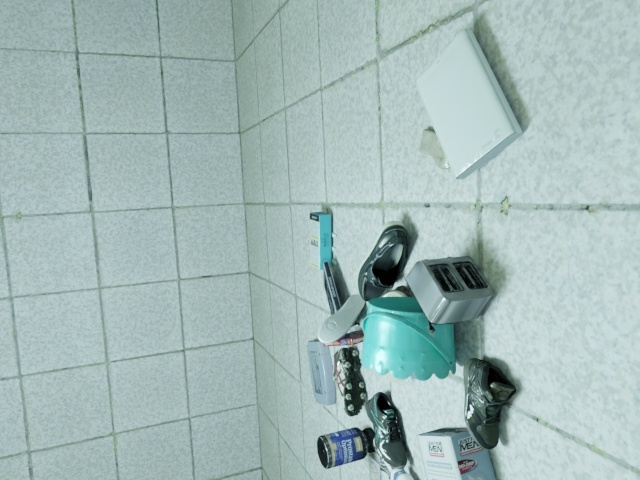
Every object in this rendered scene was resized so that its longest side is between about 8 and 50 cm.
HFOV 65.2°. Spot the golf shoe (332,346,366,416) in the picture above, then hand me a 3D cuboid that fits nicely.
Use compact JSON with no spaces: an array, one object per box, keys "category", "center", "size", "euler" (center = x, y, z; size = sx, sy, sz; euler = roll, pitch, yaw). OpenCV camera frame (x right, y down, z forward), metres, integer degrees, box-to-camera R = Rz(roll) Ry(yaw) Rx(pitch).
[{"category":"golf shoe","center":[0.111,0.573,2.032],"size":[0.120,0.105,0.272],"euler":[-33,55,53]}]

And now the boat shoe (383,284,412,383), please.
[{"category":"boat shoe","center":[0.257,0.307,1.637],"size":[0.117,0.097,0.323],"euler":[4,106,27]}]

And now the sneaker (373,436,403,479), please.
[{"category":"sneaker","center":[0.238,0.801,1.833],"size":[0.170,0.063,0.074],"euler":[51,135,46]}]

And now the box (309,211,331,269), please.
[{"category":"box","center":[0.000,0.000,2.207],"size":[0.101,0.060,0.244],"euler":[22,115,61]}]

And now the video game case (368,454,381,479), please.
[{"category":"video game case","center":[0.216,0.926,1.985],"size":[0.087,0.011,0.121],"euler":[-169,75,-67]}]

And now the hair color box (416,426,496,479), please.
[{"category":"hair color box","center":[0.396,0.712,1.363],"size":[0.185,0.114,0.373],"euler":[136,125,-62]}]

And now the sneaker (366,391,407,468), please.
[{"category":"sneaker","center":[0.235,0.662,1.764],"size":[0.106,0.101,0.267],"euler":[110,147,-42]}]

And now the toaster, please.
[{"category":"toaster","center":[0.336,0.131,1.306],"size":[0.110,0.168,0.185],"euler":[108,149,-43]}]

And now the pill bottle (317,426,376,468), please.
[{"category":"pill bottle","center":[0.106,0.799,1.950],"size":[0.123,0.220,0.122],"euler":[174,90,-68]}]

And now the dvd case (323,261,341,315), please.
[{"category":"dvd case","center":[0.049,0.236,2.136],"size":[0.179,0.030,0.238],"euler":[89,169,-55]}]

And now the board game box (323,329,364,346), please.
[{"category":"board game box","center":[0.124,0.370,1.908],"size":[0.281,0.145,0.027],"euler":[150,108,-65]}]

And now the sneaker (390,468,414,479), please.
[{"category":"sneaker","center":[0.264,0.916,1.737],"size":[0.131,0.112,0.296],"euler":[46,126,50]}]

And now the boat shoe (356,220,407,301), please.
[{"category":"boat shoe","center":[0.211,0.101,1.663],"size":[0.113,0.127,0.339],"euler":[-104,30,-51]}]

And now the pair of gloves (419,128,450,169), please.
[{"category":"pair of gloves","center":[0.340,-0.318,1.366],"size":[0.204,0.042,0.239],"euler":[-127,37,-52]}]

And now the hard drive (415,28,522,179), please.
[{"category":"hard drive","center":[0.358,-0.337,1.252],"size":[0.203,0.040,0.307],"euler":[-44,57,51]}]

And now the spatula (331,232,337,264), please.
[{"category":"spatula","center":[0.018,0.014,2.259],"size":[0.242,0.019,0.168],"euler":[-152,60,-64]}]

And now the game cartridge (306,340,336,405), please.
[{"category":"game cartridge","center":[0.004,0.625,2.385],"size":[0.198,0.062,0.296],"euler":[-23,73,62]}]

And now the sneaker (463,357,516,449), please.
[{"category":"sneaker","center":[0.426,0.417,1.257],"size":[0.130,0.087,0.227],"euler":[157,112,-74]}]

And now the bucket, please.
[{"category":"bucket","center":[0.251,0.269,1.428],"size":[0.281,0.282,0.182],"euler":[-171,81,-67]}]

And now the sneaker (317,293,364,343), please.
[{"category":"sneaker","center":[0.077,0.336,1.935],"size":[0.094,0.256,0.151],"euler":[34,141,20]}]
